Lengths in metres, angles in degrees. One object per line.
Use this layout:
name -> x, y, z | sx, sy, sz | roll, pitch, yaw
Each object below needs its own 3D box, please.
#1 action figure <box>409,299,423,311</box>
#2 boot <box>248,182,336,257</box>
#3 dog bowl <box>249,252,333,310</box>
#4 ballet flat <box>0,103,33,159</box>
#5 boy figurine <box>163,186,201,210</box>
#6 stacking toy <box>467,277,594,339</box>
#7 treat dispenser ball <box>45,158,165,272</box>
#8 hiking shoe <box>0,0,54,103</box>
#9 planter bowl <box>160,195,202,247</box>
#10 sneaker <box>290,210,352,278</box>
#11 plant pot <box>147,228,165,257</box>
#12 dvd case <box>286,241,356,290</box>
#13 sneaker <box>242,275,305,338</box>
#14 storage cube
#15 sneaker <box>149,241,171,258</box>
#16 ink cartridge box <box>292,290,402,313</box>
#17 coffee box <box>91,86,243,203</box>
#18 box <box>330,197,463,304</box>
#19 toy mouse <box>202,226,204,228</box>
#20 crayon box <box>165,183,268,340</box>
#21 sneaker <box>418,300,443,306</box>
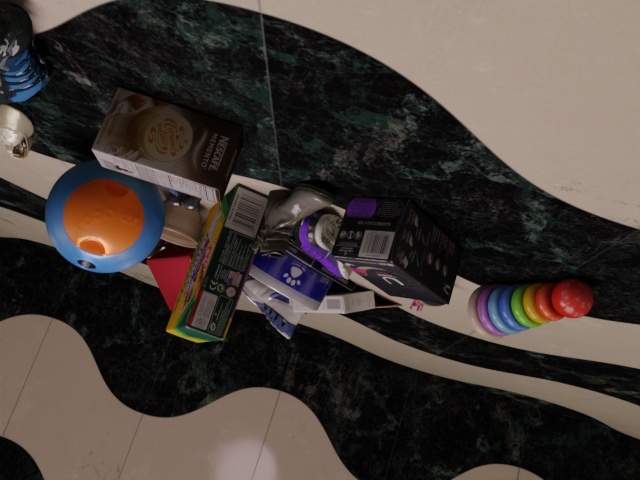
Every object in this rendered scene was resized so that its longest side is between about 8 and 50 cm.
action figure -> 0.312, 0.208, 2.198 | 0.038, 0.030, 0.115 | 22, 163, 6
boot -> -0.064, -0.034, 1.522 | 0.083, 0.161, 0.246 | 26, 163, -29
dog bowl -> -0.099, 0.092, 1.966 | 0.265, 0.104, 0.265 | 30, 179, 0
ballet flat -> -0.749, -0.257, 1.671 | 0.086, 0.086, 0.248 | 21, 164, -11
boy figurine -> -0.370, -0.162, 1.563 | 0.177, 0.092, 0.285 | 14, 168, 24
stacking toy -> 0.501, 0.151, 1.622 | 0.141, 0.141, 0.330 | 24, 158, -20
treat dispenser ball -> -0.539, -0.062, 1.718 | 0.288, 0.288, 0.288 | 17, 165, 5
hiking shoe -> -0.534, -0.328, 1.200 | 0.132, 0.113, 0.304 | -8, 175, -35
planter bowl -> -0.399, -0.059, 1.911 | 0.162, 0.109, 0.162 | 17, 165, 5
sneaker -> 0.000, -0.001, 1.708 | 0.146, 0.102, 0.293 | 15, 160, 26
plant pot -> -0.530, -0.046, 2.034 | 0.167, 0.167, 0.165 | 22, 157, -15
dvd case -> -0.029, 0.053, 1.895 | 0.179, 0.029, 0.239 | 32, 180, -41
sneaker -> -0.154, 0.199, 2.521 | 0.315, 0.182, 0.127 | 43, 175, 27
storage cube -> -0.377, 0.093, 2.092 | 0.193, 0.183, 0.215 | -5, 116, 35
sneaker -> -0.624, 0.035, 2.530 | 0.262, 0.099, 0.121 | 18, 169, 6
ink cartridge box -> 0.090, 0.208, 2.367 | 0.261, 0.066, 0.296 | -4, 178, -36
coffee box -> -0.287, -0.180, 1.309 | 0.247, 0.141, 0.098 | 17, 164, -1
box -> 0.174, 0.027, 1.500 | 0.165, 0.143, 0.270 | 6, 161, 40
toy mouse -> -0.245, -0.026, 1.977 | 0.161, 0.031, 0.143 | 17, 175, -24
crayon box -> -0.264, 0.069, 1.726 | 0.106, 0.362, 0.313 | 23, 164, -17
sneaker -> 0.304, 0.120, 1.792 | 0.118, 0.083, 0.222 | 1, 156, 46
